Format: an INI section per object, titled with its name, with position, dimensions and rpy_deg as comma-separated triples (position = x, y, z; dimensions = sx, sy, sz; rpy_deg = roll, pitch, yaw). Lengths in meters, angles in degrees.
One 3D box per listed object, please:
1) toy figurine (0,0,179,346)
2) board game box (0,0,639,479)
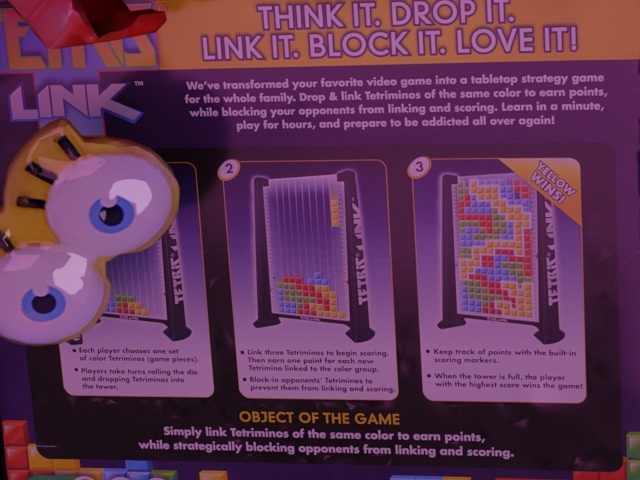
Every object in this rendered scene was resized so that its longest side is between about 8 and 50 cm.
[toy figurine]
position = -0.229, 0.024, 0.417
dimensions = 0.362, 0.217, 0.191
rpy_deg = -39, 83, 25
[board game box]
position = 0.000, 0.000, 0.481
dimensions = 0.170, 0.048, 0.141
rpy_deg = 1, 105, 12
